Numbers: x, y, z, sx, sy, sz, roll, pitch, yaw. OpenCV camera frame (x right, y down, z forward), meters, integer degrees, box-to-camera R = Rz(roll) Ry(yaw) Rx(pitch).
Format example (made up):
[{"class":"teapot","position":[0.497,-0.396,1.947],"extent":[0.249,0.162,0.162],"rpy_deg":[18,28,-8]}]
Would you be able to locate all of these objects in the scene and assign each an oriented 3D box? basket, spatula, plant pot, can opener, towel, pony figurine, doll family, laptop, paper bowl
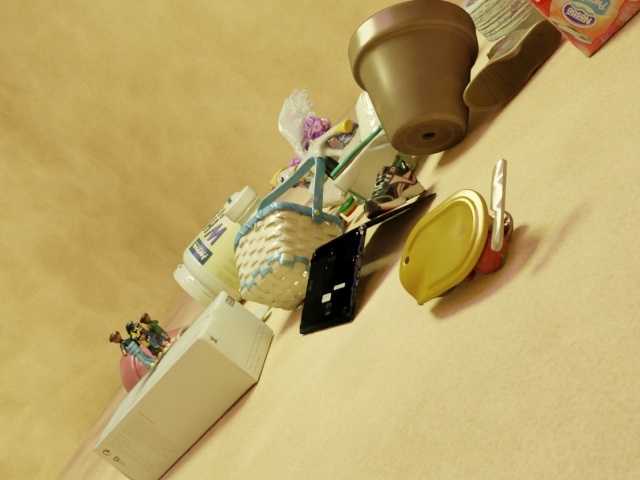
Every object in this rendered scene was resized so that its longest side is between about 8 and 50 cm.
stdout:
[{"class":"basket","position":[-0.072,-0.010,1.639],"extent":[0.254,0.201,0.289],"rpy_deg":[-38,47,48]},{"class":"spatula","position":[-0.203,0.241,1.903],"extent":[0.242,0.019,0.168],"rpy_deg":[-48,11,9]},{"class":"plant pot","position":[0.193,-0.297,1.491],"extent":[0.263,0.263,0.229],"rpy_deg":[-37,52,52]},{"class":"can opener","position":[0.061,-0.135,1.697],"extent":[0.059,0.186,0.073],"rpy_deg":[-18,51,50]},{"class":"plant pot","position":[-0.373,0.311,1.926],"extent":[0.180,0.201,0.201],"rpy_deg":[-33,16,23]},{"class":"towel","position":[0.092,-0.219,2.117],"extent":[0.282,0.049,0.187],"rpy_deg":[-61,14,-11]},{"class":"pony figurine","position":[-0.013,-0.290,2.461],"extent":[0.363,0.302,0.351],"rpy_deg":[-1,56,57]},{"class":"doll family","position":[-0.386,0.214,1.648],"extent":[0.076,0.111,0.193],"rpy_deg":[-48,5,-1]},{"class":"laptop","position":[0.081,0.046,1.394],"extent":[0.234,0.136,0.265],"rpy_deg":[150,133,-64]},{"class":"paper bowl","position":[0.440,-0.530,1.570],"extent":[0.284,0.148,0.284],"rpy_deg":[-47,9,10]}]

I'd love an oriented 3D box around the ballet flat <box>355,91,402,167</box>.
[{"class":"ballet flat","position":[0.194,-0.349,1.881],"extent":[0.483,0.182,0.164],"rpy_deg":[-55,12,-26]}]

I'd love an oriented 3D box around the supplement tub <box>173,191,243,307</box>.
[{"class":"supplement tub","position":[-0.267,0.040,2.306],"extent":[0.325,0.235,0.235],"rpy_deg":[-49,10,2]}]

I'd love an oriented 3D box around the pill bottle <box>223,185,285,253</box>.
[{"class":"pill bottle","position":[-0.145,-0.037,2.071],"extent":[0.131,0.229,0.131],"rpy_deg":[-47,10,11]}]

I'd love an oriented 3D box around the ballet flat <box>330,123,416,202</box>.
[{"class":"ballet flat","position":[0.169,-0.217,1.664],"extent":[0.400,0.139,0.139],"rpy_deg":[-51,9,-34]}]

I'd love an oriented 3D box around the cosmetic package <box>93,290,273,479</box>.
[{"class":"cosmetic package","position":[-0.286,0.314,1.608],"extent":[0.385,0.156,0.217],"rpy_deg":[-45,11,22]}]

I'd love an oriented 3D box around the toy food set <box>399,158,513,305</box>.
[{"class":"toy food set","position":[0.185,0.009,0.945],"extent":[0.218,0.071,0.128],"rpy_deg":[-41,37,51]}]

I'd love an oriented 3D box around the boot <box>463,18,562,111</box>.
[{"class":"boot","position":[0.344,-0.327,1.443],"extent":[0.213,0.077,0.165],"rpy_deg":[-44,11,4]}]

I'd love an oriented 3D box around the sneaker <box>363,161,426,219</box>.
[{"class":"sneaker","position":[0.121,-0.094,1.379],"extent":[0.072,0.077,0.178],"rpy_deg":[-27,2,32]}]

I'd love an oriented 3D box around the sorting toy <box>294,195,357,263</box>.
[{"class":"sorting toy","position":[0.000,0.000,1.825],"extent":[0.274,0.046,0.132],"rpy_deg":[-36,17,53]}]

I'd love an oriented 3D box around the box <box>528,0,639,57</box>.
[{"class":"box","position":[0.427,-0.436,1.260],"extent":[0.142,0.154,0.300],"rpy_deg":[-45,12,26]}]
